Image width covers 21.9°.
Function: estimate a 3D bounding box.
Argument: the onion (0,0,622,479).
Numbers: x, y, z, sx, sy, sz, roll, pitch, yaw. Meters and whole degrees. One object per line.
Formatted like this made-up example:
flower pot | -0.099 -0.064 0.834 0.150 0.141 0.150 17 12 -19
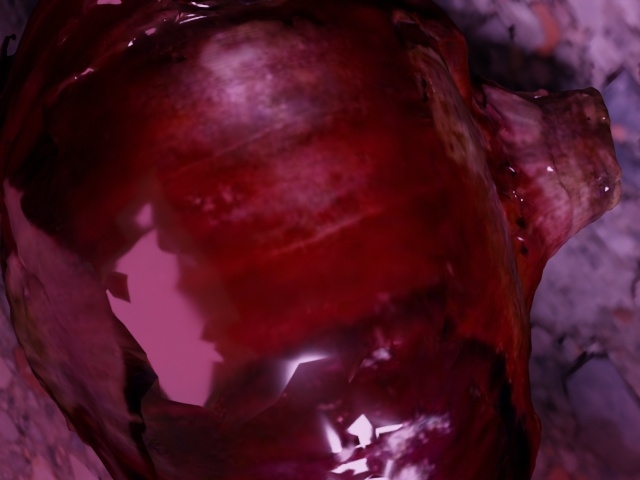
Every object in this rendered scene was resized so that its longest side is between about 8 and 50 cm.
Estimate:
onion | 0.000 0.000 0.572 0.219 0.252 0.252 -21 90 2
